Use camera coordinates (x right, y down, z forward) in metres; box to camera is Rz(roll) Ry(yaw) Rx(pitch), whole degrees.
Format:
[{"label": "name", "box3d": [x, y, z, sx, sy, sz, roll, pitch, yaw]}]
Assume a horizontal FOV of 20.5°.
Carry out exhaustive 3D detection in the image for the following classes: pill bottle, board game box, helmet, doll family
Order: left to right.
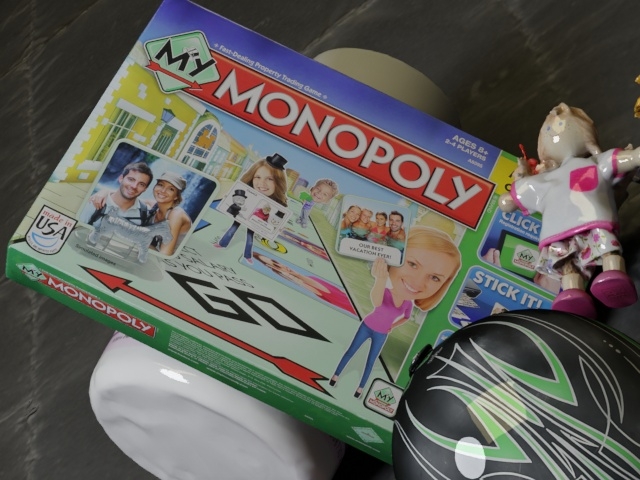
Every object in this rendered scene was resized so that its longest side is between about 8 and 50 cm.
[{"label": "pill bottle", "box3d": [-0.016, 0.019, 1.187, 0.169, 0.169, 0.301, -9, 43, 46]}, {"label": "board game box", "box3d": [0.000, 0.000, 1.077, 0.046, 0.317, 0.213, 110, -174, -60]}, {"label": "helmet", "box3d": [0.121, 0.116, 0.909, 0.169, 0.169, 0.161, -48, 12, -8]}, {"label": "doll family", "box3d": [0.237, -0.049, 1.032, 0.263, 0.118, 0.163, -27, 50, 35]}]
